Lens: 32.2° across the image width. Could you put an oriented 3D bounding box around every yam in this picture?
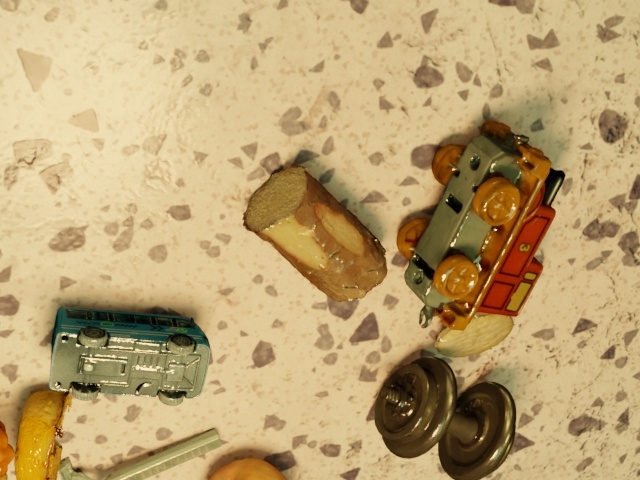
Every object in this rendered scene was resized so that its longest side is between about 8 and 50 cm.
[{"bbox_3d":[0.000,-0.002,1.785,0.238,0.129,0.128,43,64,-30],"label":"yam"}]

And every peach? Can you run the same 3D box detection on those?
[{"bbox_3d":[-0.126,0.477,1.967,0.184,0.184,0.184,-7,119,-13],"label":"peach"}]

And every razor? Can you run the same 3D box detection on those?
[{"bbox_3d":[-0.307,0.396,1.940,0.277,0.056,0.111,-18,119,-6],"label":"razor"}]

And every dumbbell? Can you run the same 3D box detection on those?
[{"bbox_3d":[0.227,0.319,1.978,0.290,0.192,0.192,27,107,-26],"label":"dumbbell"}]

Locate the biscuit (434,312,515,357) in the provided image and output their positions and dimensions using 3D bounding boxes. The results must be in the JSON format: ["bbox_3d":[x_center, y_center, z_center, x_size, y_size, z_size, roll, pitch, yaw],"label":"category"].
[{"bbox_3d":[0.276,0.167,1.977,0.152,0.020,0.152,-13,147,-9],"label":"biscuit"}]

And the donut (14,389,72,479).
[{"bbox_3d":[-0.457,0.334,1.817,0.078,0.146,0.181,11,117,-6],"label":"donut"}]

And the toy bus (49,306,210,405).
[{"bbox_3d":[-0.307,0.180,1.781,0.246,0.134,0.114,6,113,-18],"label":"toy bus"}]

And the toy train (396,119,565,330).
[{"bbox_3d":[0.272,-0.007,1.840,0.231,0.163,0.369,10,114,-35],"label":"toy train"}]

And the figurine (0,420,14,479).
[{"bbox_3d":[-0.588,0.432,1.755,0.224,0.205,0.382,-6,106,17],"label":"figurine"}]
